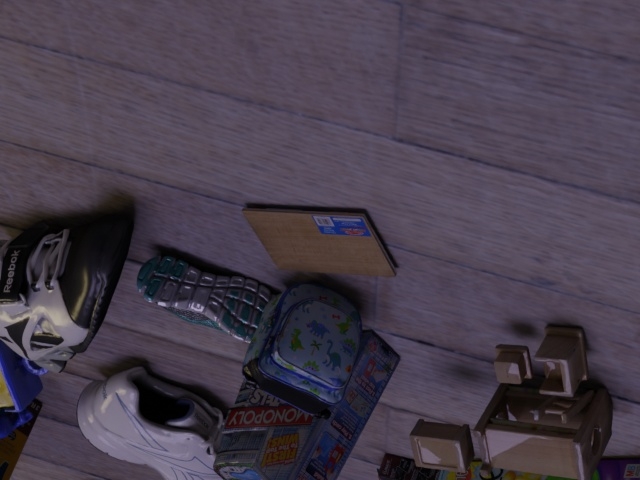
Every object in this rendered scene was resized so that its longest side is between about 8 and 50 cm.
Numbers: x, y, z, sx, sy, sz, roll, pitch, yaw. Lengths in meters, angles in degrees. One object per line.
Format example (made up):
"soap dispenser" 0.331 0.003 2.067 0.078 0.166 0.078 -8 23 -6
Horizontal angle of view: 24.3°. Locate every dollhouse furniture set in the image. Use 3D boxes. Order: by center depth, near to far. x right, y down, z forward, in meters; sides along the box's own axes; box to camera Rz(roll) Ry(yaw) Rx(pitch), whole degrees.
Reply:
"dollhouse furniture set" 0.183 0.142 1.476 0.182 0.101 0.160 4 122 28

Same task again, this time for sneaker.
"sneaker" -0.109 0.065 1.538 0.167 0.065 0.076 24 167 -1
"sneaker" -0.295 0.047 1.544 0.146 0.122 0.330 26 150 -14
"sneaker" -0.153 0.254 1.821 0.297 0.111 0.129 30 143 -18

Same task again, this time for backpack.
"backpack" -0.010 0.100 1.464 0.105 0.114 0.084 27 149 -16

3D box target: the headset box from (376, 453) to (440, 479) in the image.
"headset box" 0.108 0.290 1.789 0.083 0.032 0.062 11 149 18

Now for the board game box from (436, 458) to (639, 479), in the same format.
"board game box" 0.264 0.338 1.661 0.275 0.142 0.144 -8 140 40

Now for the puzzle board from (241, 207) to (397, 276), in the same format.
"puzzle board" 0.000 0.000 1.398 0.128 0.011 0.096 3 145 27

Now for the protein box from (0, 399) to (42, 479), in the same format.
"protein box" -0.514 0.283 1.988 0.200 0.201 0.136 -14 136 45

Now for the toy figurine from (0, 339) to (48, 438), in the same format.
"toy figurine" -0.414 0.191 1.758 0.217 0.191 0.362 -13 106 11

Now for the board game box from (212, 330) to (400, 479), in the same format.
"board game box" -0.033 0.196 1.557 0.194 0.194 0.060 -8 140 40
